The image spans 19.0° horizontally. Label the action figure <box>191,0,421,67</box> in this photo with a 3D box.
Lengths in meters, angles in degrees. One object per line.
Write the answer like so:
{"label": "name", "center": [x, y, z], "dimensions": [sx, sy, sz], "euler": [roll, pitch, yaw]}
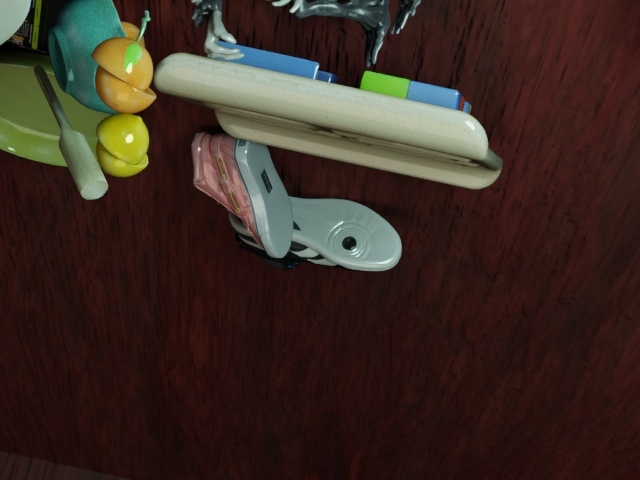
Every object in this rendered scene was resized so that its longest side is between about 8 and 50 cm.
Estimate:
{"label": "action figure", "center": [-0.048, -0.244, 1.722], "dimensions": [0.275, 0.141, 0.164], "euler": [18, 158, -20]}

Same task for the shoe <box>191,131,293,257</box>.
{"label": "shoe", "center": [-0.092, -0.055, 2.223], "dimensions": [0.081, 0.063, 0.178], "euler": [5, 134, 27]}

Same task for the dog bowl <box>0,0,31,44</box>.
{"label": "dog bowl", "center": [-0.397, -0.253, 1.736], "dimensions": [0.265, 0.104, 0.265], "euler": [-8, 158, -3]}

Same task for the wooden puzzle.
{"label": "wooden puzzle", "center": [0.023, -0.135, 1.921], "dimensions": [0.322, 0.080, 0.348], "euler": [12, 177, 8]}

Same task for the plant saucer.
{"label": "plant saucer", "center": [-0.318, -0.155, 2.182], "dimensions": [0.241, 0.037, 0.241], "euler": [10, 156, 4]}

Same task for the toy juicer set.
{"label": "toy juicer set", "center": [-0.201, -0.150, 1.844], "dimensions": [0.089, 0.209, 0.329], "euler": [-15, 164, -19]}

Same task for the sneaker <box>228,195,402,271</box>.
{"label": "sneaker", "center": [0.000, 0.000, 2.332], "dimensions": [0.217, 0.079, 0.121], "euler": [16, 161, 13]}

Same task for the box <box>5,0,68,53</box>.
{"label": "box", "center": [-0.316, -0.261, 1.936], "dimensions": [0.184, 0.045, 0.191], "euler": [12, 156, -5]}
